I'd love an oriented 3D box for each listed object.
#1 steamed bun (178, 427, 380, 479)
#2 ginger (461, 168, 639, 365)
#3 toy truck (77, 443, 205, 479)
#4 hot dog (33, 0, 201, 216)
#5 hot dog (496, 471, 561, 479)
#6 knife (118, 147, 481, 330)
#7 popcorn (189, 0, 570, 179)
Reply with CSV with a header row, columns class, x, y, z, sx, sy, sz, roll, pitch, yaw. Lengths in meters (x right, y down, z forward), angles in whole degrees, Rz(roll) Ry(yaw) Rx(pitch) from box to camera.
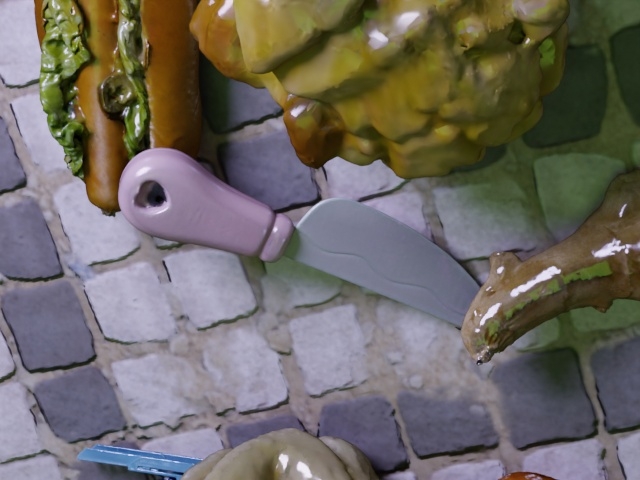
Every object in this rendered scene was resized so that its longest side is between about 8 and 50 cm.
class,x,y,z,sx,sy,sz,roll,pitch,yaw
steamed bun,-0.041,0.355,1.132,0.325,0.230,0.372,38,88,-17
ginger,0.263,0.010,1.062,0.333,0.081,0.148,-19,99,18
toy truck,-0.157,0.232,1.256,0.136,0.063,0.074,5,91,13
hot dog,-0.165,-0.178,1.085,0.135,0.100,0.337,2,109,12
hot dog,0.209,0.292,1.134,0.153,0.150,0.257,-41,95,14
knife,0.001,-0.003,1.113,0.335,0.043,0.081,18,112,-14
popcorn,0.072,-0.178,0.974,0.332,0.225,0.265,-21,99,7
